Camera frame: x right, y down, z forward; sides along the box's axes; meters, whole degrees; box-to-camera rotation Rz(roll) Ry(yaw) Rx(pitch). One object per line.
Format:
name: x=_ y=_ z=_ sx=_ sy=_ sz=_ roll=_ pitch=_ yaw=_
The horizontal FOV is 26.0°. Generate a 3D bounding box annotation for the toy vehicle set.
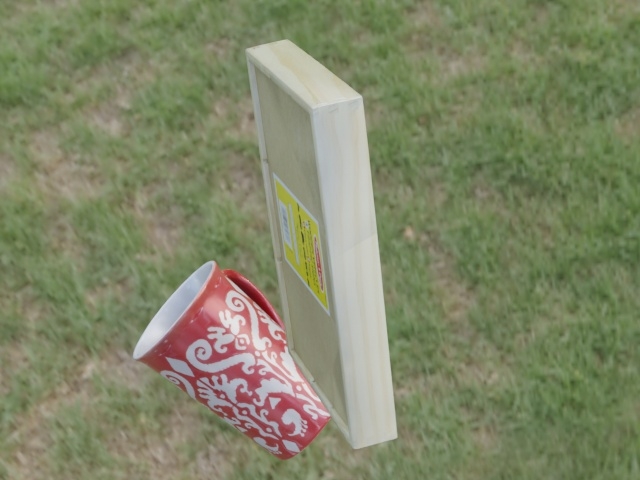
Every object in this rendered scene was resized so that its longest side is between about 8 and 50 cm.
toy vehicle set: x=0.000 y=0.000 z=1.023 sx=0.035 sy=0.267 sz=0.166 roll=-14 pitch=26 yaw=-14

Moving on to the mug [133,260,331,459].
mug: x=-0.062 y=0.102 z=1.278 sx=0.169 sy=0.113 sz=0.150 roll=41 pitch=58 yaw=-12
